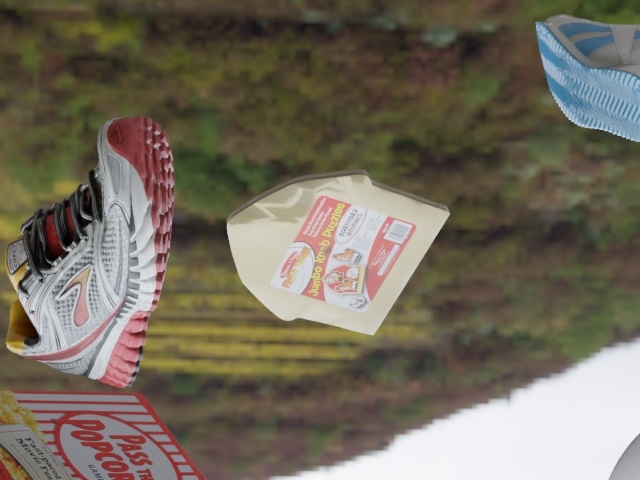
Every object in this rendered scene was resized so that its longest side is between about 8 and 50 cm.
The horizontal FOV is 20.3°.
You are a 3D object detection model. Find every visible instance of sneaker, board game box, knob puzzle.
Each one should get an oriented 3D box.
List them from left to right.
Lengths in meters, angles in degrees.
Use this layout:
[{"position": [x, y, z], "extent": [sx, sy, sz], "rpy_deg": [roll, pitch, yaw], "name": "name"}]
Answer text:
[{"position": [-0.168, 0.167, 1.228], "extent": [0.193, 0.045, 0.147], "rpy_deg": [6, -147, -48], "name": "board game box"}, {"position": [-0.140, 0.012, 1.062], "extent": [0.093, 0.088, 0.225], "rpy_deg": [10, 138, -11], "name": "sneaker"}, {"position": [0.000, 0.000, 1.731], "extent": [0.213, 0.213, 0.030], "rpy_deg": [1, -141, -7], "name": "knob puzzle"}, {"position": [0.260, -0.146, 1.520], "extent": [0.092, 0.087, 0.229], "rpy_deg": [-25, -152, -14], "name": "sneaker"}]

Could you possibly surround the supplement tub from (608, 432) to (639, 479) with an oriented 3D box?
[{"position": [0.225, 0.118, 0.844], "extent": [0.144, 0.144, 0.200], "rpy_deg": [3, -166, 26], "name": "supplement tub"}]
